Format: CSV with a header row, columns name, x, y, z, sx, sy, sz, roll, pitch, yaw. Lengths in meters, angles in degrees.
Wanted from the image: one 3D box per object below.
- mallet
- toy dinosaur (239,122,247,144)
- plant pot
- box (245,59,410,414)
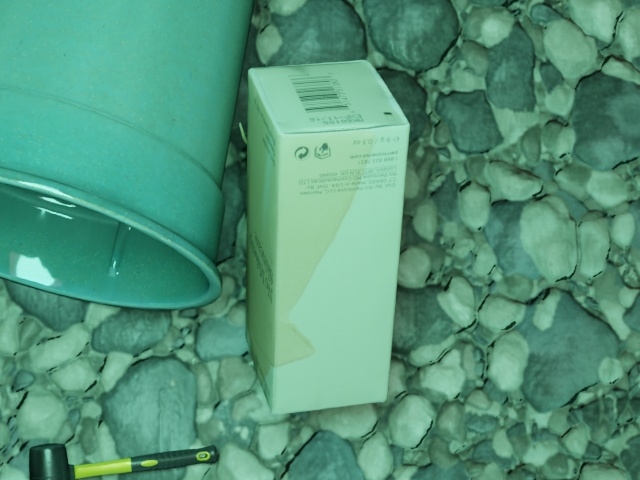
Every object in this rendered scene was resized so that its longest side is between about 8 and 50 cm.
name,x,y,z,sx,sy,sz,roll,pitch,yaw
mallet,-0.199,0.217,1.318,0.189,0.039,0.062,-12,89,-18
toy dinosaur,-0.041,-0.092,1.356,0.183,0.053,0.093,-24,96,-58
plant pot,-0.215,-0.146,1.224,0.341,0.341,0.334,18,71,-10
box,0.000,0.000,1.252,0.121,0.148,0.311,-6,122,-13
